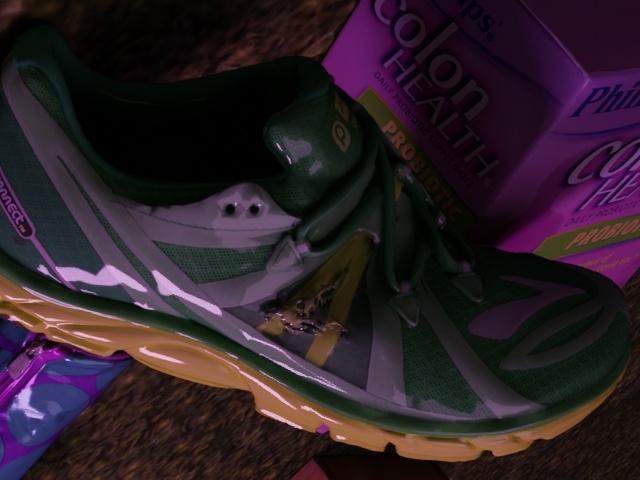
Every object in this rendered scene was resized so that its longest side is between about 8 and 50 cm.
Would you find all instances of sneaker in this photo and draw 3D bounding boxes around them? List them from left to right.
[{"bbox_3d":[0.000,0.000,0.605,0.296,0.109,0.123,16,118,-17],"label":"sneaker"}]

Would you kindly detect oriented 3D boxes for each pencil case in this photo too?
[{"bbox_3d":[-0.152,0.080,0.721,0.151,0.064,0.070,-47,171,18],"label":"pencil case"}]

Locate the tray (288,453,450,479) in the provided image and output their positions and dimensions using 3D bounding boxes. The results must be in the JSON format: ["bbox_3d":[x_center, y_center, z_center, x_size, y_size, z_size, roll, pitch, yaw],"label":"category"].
[{"bbox_3d":[-0.074,0.334,1.284,0.411,0.076,0.203,-46,155,17],"label":"tray"}]

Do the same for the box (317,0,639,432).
[{"bbox_3d":[0.094,-0.042,0.783,0.214,0.117,0.243,-12,145,-45],"label":"box"}]
